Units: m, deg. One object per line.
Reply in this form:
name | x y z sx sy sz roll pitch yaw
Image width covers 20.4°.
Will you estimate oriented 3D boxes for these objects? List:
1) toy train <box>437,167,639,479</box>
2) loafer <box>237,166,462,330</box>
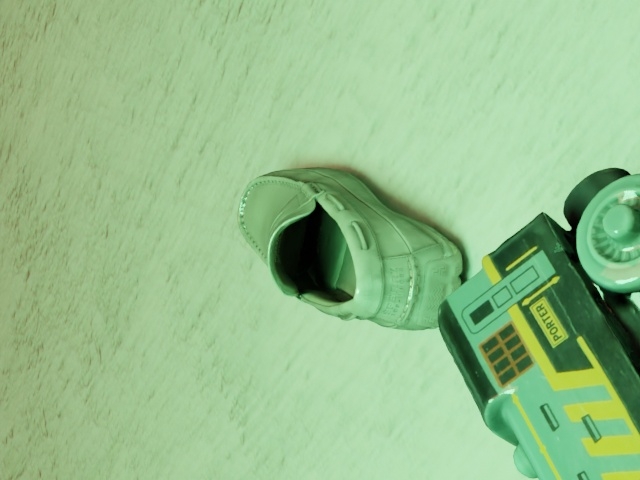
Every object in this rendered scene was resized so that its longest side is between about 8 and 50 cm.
toy train | 0.207 0.108 1.085 0.190 0.142 0.334 -39 51 16
loafer | 0.000 0.000 1.533 0.319 0.111 0.112 22 108 59
